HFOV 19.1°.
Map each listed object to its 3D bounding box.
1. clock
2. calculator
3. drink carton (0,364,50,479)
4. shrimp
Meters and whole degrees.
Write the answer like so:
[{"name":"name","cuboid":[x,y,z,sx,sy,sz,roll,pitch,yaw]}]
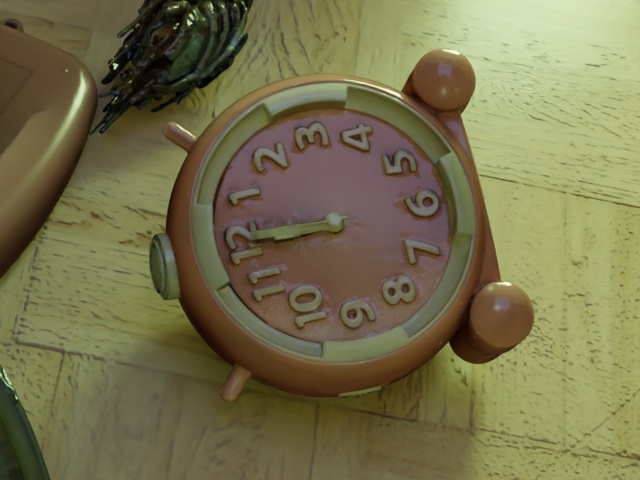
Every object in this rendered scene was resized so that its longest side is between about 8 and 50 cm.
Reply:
[{"name":"clock","cuboid":[0.000,0.000,1.329,0.241,0.142,0.227,-12,80,-12]},{"name":"calculator","cuboid":[-0.294,-0.069,1.378,0.220,0.048,0.330,21,46,6]},{"name":"drink carton","cuboid":[-0.274,0.137,1.121,0.189,0.191,0.185,-18,58,-20]},{"name":"shrimp","cuboid":[-0.111,-0.151,1.478,0.090,0.079,0.233,25,54,14]}]
